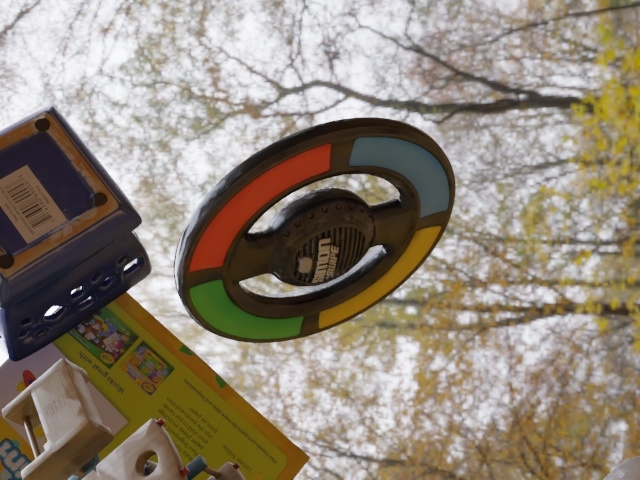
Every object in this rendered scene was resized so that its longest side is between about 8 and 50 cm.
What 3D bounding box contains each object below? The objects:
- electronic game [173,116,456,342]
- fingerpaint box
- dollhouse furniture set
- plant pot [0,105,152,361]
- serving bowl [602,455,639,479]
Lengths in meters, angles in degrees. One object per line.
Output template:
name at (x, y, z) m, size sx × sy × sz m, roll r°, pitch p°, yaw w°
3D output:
electronic game at (0.000, 0.000, 0.645) m, size 0.229 × 0.229 × 0.048 m, roll 30°, pitch -156°, yaw -50°
fingerpaint box at (-0.309, 0.331, 1.308) m, size 0.445 × 0.163 × 0.371 m, roll 42°, pitch -110°, yaw -4°
dollhouse furniture set at (-0.163, 0.193, 0.737) m, size 0.129 × 0.184 × 0.129 m, roll -41°, pitch -41°, yaw 1°
plant pot at (-0.373, -0.018, 1.105) m, size 0.236 × 0.212 × 0.236 m, roll -34°, pitch -101°, yaw -23°
serving bowl at (0.196, 0.172, 0.502) m, size 0.083 × 0.027 × 0.083 m, roll -4°, pitch -79°, yaw -23°
